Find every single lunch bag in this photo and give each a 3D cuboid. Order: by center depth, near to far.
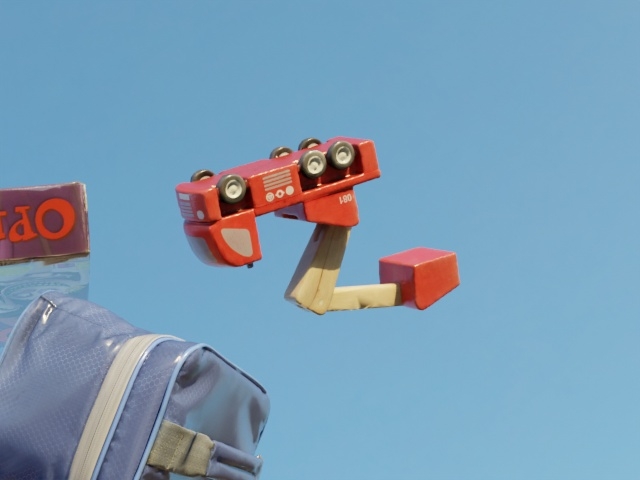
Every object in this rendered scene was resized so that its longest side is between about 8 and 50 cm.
[{"bbox_3d":[-0.055,0.063,0.435,0.067,0.065,0.098,-68,-21,-10],"label":"lunch bag"}]

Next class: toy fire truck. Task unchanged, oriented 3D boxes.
[{"bbox_3d":[0.000,0.000,0.974,0.192,0.047,0.135,-19,-74,-29],"label":"toy fire truck"}]

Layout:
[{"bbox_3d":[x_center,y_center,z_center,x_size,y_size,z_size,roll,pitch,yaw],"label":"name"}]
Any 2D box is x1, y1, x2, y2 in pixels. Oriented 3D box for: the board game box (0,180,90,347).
[{"bbox_3d":[-0.309,0.031,0.819,0.347,0.056,0.208,-5,-12,-11],"label":"board game box"}]
